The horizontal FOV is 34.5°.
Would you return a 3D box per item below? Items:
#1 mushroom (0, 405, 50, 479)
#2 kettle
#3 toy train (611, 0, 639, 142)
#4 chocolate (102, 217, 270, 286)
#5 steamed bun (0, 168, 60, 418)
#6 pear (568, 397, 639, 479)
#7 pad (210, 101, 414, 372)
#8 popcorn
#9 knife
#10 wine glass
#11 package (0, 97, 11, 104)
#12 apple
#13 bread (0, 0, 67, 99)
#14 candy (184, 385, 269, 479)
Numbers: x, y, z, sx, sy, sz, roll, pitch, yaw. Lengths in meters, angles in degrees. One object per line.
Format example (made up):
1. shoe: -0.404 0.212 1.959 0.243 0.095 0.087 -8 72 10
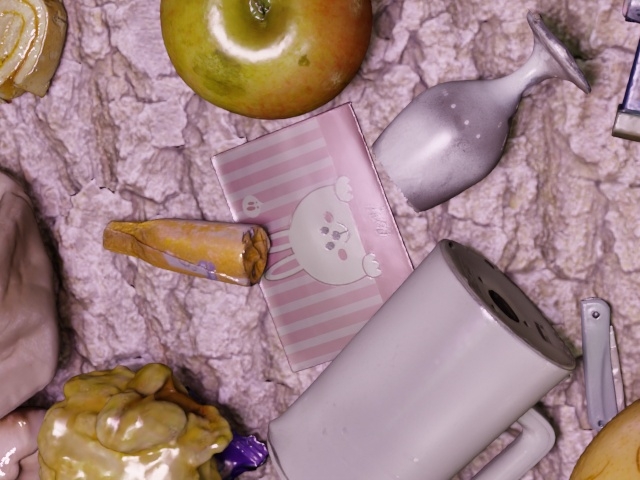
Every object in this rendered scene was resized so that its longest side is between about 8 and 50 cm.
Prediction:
1. mushroom: -0.495 0.353 1.382 0.314 0.224 0.397 31 98 21
2. kettle: 0.128 0.186 1.210 0.318 0.265 0.205 -48 52 15
3. toy train: 0.463 -0.178 1.098 0.300 0.131 0.201 14 107 13
4. chocolate: -0.177 0.008 1.310 0.219 0.086 0.085 7 99 22
5. steamed bun: -0.512 0.065 1.267 0.342 0.255 0.367 -31 67 9
6. pear: 0.419 0.313 1.071 0.348 0.348 0.348 2 97 14
7. pad: 0.000 0.000 1.296 0.202 0.005 0.299 -20 92 16
8. popcorn: -0.230 0.267 1.247 0.255 0.195 0.256 -45 68 21
9. knife: 0.333 0.148 1.219 0.044 0.023 0.162 -4 96 17
10. wine glass: 0.178 -0.142 1.172 0.241 0.126 0.126 -37 87 14
11. package: -0.489 -0.191 1.361 0.121 0.031 0.108 -39 85 -16
12. apple: -0.064 -0.259 1.167 0.246 0.226 0.246 1 97 12
13. bread: -0.393 -0.259 1.335 0.117 0.064 0.156 23 103 15
14. candy: -0.197 0.325 1.355 0.145 0.070 0.275 43 104 13
